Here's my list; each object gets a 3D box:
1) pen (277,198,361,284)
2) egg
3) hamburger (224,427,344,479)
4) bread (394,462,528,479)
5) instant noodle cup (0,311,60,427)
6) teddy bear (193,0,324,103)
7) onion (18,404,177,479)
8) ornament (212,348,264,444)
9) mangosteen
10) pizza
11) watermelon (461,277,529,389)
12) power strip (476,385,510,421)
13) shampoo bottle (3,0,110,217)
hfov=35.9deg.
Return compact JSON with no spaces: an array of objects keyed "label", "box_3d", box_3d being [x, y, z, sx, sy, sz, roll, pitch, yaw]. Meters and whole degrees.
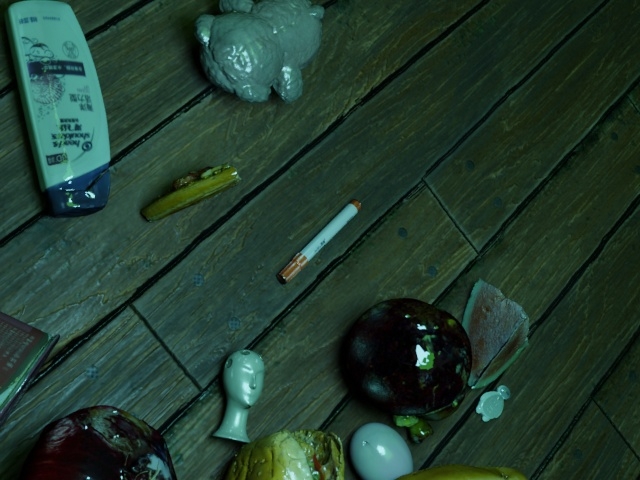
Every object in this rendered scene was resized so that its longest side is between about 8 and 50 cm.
[{"label":"pen","box_3d":[0.000,0.000,1.857,0.028,0.028,0.239,50,57,-9]},{"label":"egg","box_3d":[0.109,0.389,1.765,0.103,0.103,0.135,-40,99,-32]},{"label":"hamburger","box_3d":[-0.062,0.416,1.588,0.163,0.244,0.244,9,72,-25]},{"label":"bread","box_3d":[0.233,0.557,1.745,0.337,0.148,0.327,1,83,-34]},{"label":"instant noodle cup","box_3d":[-0.508,0.185,1.403,0.178,0.235,0.234,35,61,-7]},{"label":"teddy bear","box_3d":[-0.109,-0.359,1.822,0.267,0.151,0.236,-42,97,-33]},{"label":"onion","box_3d":[-0.335,0.392,1.428,0.314,0.233,0.313,-4,90,-74]},{"label":"ornament","box_3d":[-0.134,0.263,1.676,0.075,0.081,0.156,20,71,-30]},{"label":"mangosteen","box_3d":[0.157,0.246,1.792,0.231,0.231,0.289,-16,119,-33]},{"label":"pizza","box_3d":[-0.210,-0.096,1.716,0.053,0.201,0.193,65,17,-1]},{"label":"watermelon","box_3d":[0.327,0.184,1.931,0.136,0.202,0.207,22,56,20]},{"label":"power strip","box_3d":[0.342,0.322,1.969,0.083,0.035,0.055,-41,98,-19]},{"label":"shampoo bottle","box_3d":[-0.424,-0.219,1.643,0.134,0.078,0.359,-9,80,-36]}]
